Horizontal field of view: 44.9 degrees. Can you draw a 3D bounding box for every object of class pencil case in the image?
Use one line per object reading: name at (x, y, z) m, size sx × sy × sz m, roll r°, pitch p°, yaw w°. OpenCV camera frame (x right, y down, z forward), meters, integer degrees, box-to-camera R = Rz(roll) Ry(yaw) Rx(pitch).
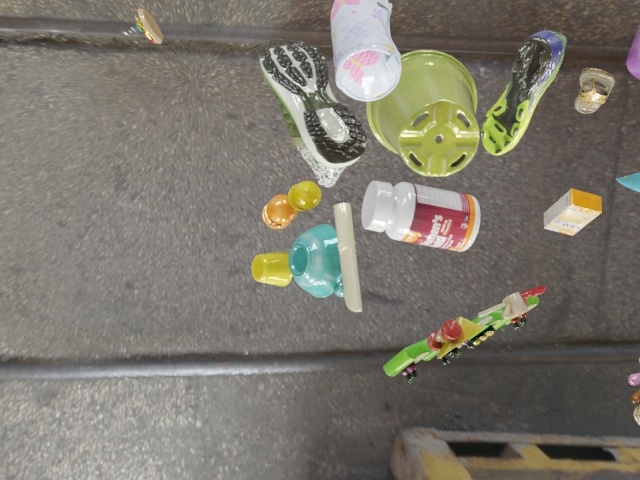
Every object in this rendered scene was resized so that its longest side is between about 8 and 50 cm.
pencil case at (0.084, -0.372, 1.454) m, size 0.124 × 0.273 × 0.113 m, roll -9°, pitch 130°, yaw 8°

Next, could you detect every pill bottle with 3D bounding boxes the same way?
pill bottle at (0.203, -0.053, 1.583) m, size 0.221 × 0.121 × 0.121 m, roll 10°, pitch 100°, yaw -14°

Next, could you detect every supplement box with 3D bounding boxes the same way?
supplement box at (0.462, -0.051, 1.422) m, size 0.062 × 0.098 × 0.036 m, roll 13°, pitch 62°, yaw -9°

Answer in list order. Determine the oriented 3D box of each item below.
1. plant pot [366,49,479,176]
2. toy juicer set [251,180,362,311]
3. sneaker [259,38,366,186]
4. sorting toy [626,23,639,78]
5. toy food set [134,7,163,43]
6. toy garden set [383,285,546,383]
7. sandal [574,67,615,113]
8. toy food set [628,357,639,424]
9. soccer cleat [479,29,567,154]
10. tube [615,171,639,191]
plant pot at (0.257, -0.276, 1.810) m, size 0.276 × 0.254 × 0.276 m, roll -2°, pitch 119°, yaw -3°
toy juicer set at (0.000, 0.000, 1.401) m, size 0.089 × 0.329 × 0.209 m, roll 4°, pitch 94°, yaw -37°
sneaker at (-0.046, -0.288, 1.766) m, size 0.158 × 0.182 × 0.410 m, roll -11°, pitch 60°, yaw -24°
sorting toy at (0.515, -0.183, 0.806) m, size 0.365 × 0.126 × 0.127 m, roll 6°, pitch 95°, yaw -10°
toy food set at (-0.353, -0.441, 1.593) m, size 0.020 × 0.083 × 0.082 m, roll -28°, pitch 135°, yaw 11°
toy garden set at (0.236, 0.141, 1.163) m, size 0.244 × 0.204 × 0.049 m, roll -20°, pitch 73°, yaw -21°
sandal at (0.577, -0.308, 1.643) m, size 0.072 × 0.180 × 0.049 m, roll 12°, pitch 73°, yaw 11°
toy food set at (0.547, 0.267, 1.321) m, size 0.078 × 0.019 × 0.122 m, roll 41°, pitch 51°, yaw -26°
soccer cleat at (0.417, -0.293, 1.574) m, size 0.121 × 0.093 × 0.289 m, roll -26°, pitch 148°, yaw -36°
tube at (0.711, -0.125, 1.711) m, size 0.080 × 0.207 × 0.052 m, roll 28°, pitch 96°, yaw 8°
